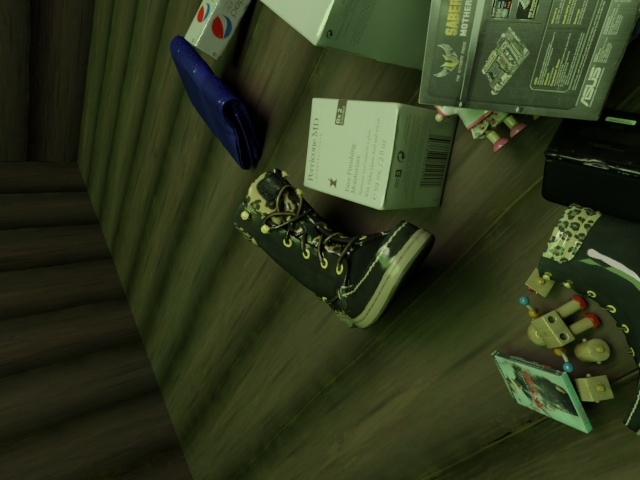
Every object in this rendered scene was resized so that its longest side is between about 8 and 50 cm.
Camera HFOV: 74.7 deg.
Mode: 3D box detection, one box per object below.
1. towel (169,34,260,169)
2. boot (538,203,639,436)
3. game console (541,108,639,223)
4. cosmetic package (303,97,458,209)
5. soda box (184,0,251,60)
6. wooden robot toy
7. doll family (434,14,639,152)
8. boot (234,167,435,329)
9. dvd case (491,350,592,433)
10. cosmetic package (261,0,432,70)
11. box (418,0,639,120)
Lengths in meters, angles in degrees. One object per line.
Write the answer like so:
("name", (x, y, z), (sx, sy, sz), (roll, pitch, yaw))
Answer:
("towel", (-0.258, -0.347, 1.051), (0.308, 0.076, 0.227), (51, 163, 27))
("boot", (0.343, 0.082, 0.485), (0.179, 0.085, 0.236), (27, 108, 43))
("game console", (0.344, -0.092, 0.506), (0.122, 0.071, 0.107), (29, 91, 42))
("cosmetic package", (0.091, -0.144, 0.683), (0.184, 0.152, 0.151), (23, 112, 45))
("soda box", (-0.232, -0.549, 0.995), (0.069, 0.074, 0.216), (44, 108, 35))
("wooden robot toy", (0.316, 0.124, 0.558), (0.079, 0.076, 0.173), (89, 156, -69))
("doll family", (0.257, -0.246, 0.521), (0.163, 0.118, 0.263), (51, 138, 7))
("boot", (0.000, 0.000, 0.667), (0.284, 0.138, 0.377), (40, 166, 6))
("dvd case", (0.293, 0.199, 0.565), (0.087, 0.013, 0.119), (62, 164, -8))
("cosmetic package", (0.016, -0.389, 0.628), (0.377, 0.285, 0.097), (51, 129, 30))
("box", (0.202, -0.241, 0.400), (0.183, 0.056, 0.230), (11, 126, 17))
